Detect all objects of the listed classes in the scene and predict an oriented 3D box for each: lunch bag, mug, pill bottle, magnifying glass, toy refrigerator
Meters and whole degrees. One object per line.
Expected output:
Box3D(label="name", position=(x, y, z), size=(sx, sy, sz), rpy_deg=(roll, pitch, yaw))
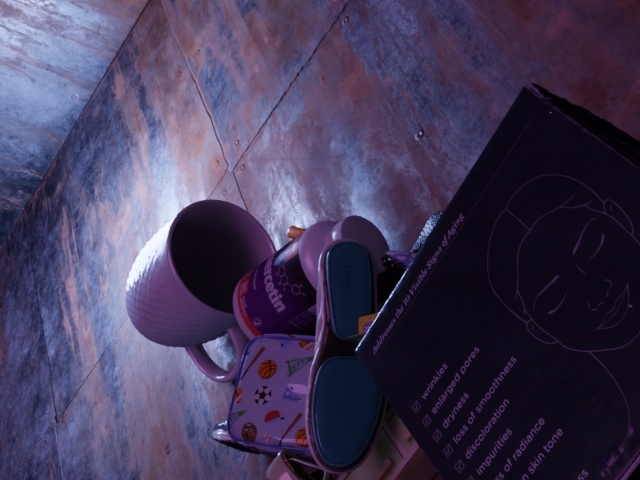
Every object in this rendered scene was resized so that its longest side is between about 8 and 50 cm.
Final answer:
Box3D(label="lunch bag", position=(-0.015, 0.286, 1.788), size=(0.303, 0.115, 0.243), rpy_deg=(2, 65, 29))
Box3D(label="mug", position=(-0.268, 0.142, 2.167), size=(0.328, 0.276, 0.374), rpy_deg=(-36, 79, 47))
Box3D(label="pill bottle", position=(-0.017, 0.081, 1.894), size=(0.323, 0.181, 0.181), rpy_deg=(-37, 47, 39))
Box3D(label="magnifying glass", position=(0.000, 0.000, 2.044), size=(0.231, 0.026, 0.092), rpy_deg=(16, 88, 55))
Box3D(label="toy refrigerator", position=(0.134, 0.362, 1.637), size=(0.269, 0.094, 0.102), rpy_deg=(-56, 41, 19))

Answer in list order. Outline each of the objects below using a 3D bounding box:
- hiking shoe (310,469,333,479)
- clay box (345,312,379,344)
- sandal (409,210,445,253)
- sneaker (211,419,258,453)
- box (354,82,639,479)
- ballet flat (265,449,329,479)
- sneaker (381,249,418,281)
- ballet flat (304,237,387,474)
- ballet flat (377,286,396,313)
Box3D(label="hiking shoe", position=(-0.019, 0.494, 1.789), size=(0.114, 0.086, 0.227), rpy_deg=(59, 155, 6))
Box3D(label="clay box", position=(0.162, 0.154, 1.585), size=(0.127, 0.222, 0.053), rpy_deg=(-19, 60, 48))
Box3D(label="sandal", position=(0.203, 0.011, 1.762), size=(0.179, 0.040, 0.067), rpy_deg=(122, 151, -42))
Box3D(label="sneaker", position=(-0.105, 0.362, 1.969), size=(0.283, 0.110, 0.122), rpy_deg=(-16, 56, 39))
Box3D(label="box", position=(0.356, 0.131, 1.272), size=(0.480, 0.297, 0.472), rpy_deg=(-59, 39, 18))
Box3D(label="ballet flat", position=(0.005, 0.431, 1.624), size=(0.248, 0.086, 0.086), rpy_deg=(28, 98, 37))
Box3D(label="sneaker", position=(0.215, 0.055, 1.649), size=(0.237, 0.085, 0.086), rpy_deg=(15, 56, 32))
Box3D(label="ballet flat", position=(0.042, 0.198, 1.653), size=(0.139, 0.139, 0.400), rpy_deg=(-19, 63, 48))
Box3D(label="ballet flat", position=(0.131, 0.129, 1.774), size=(0.250, 0.084, 0.058), rpy_deg=(-40, 64, 31))
